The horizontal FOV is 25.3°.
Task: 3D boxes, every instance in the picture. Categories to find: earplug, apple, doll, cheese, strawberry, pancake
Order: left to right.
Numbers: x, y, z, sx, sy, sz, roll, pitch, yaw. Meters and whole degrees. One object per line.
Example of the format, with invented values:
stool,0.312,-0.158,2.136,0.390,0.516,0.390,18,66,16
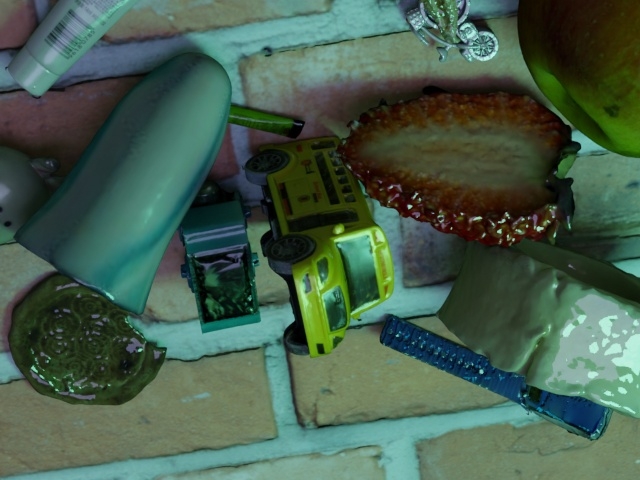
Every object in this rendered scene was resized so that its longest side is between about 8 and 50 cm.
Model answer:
doll,-0.452,-0.049,1.832,0.275,0.113,0.154,-26,130,1
pancake,-0.331,0.145,2.010,0.212,0.029,0.235,-26,119,10
earplug,-0.215,-0.088,1.772,0.185,0.185,0.324,35,85,-25
strawberry,0.173,-0.091,1.836,0.307,0.233,0.137,9,142,2
cheese,0.330,0.108,1.876,0.292,0.332,0.153,14,100,-27
apple,0.393,-0.264,1.675,0.340,0.339,0.339,-3,122,-5

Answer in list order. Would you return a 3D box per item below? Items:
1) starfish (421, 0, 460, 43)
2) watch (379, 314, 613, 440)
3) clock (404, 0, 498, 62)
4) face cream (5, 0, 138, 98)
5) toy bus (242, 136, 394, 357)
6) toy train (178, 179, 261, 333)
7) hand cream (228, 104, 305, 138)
starfish,0.092,-0.364,1.686,0.231,0.048,0.295,5,133,12
watch,0.261,0.204,2.051,0.275,0.276,0.068,23,89,-47
clock,0.168,-0.272,1.808,0.087,0.041,0.129,-41,113,13
face cream,-0.288,-0.278,1.740,0.092,0.058,0.244,40,104,-20
toy bus,0.000,0.000,1.786,0.152,0.330,0.144,-13,123,-3
toy train,-0.134,0.025,1.888,0.107,0.154,0.197,-10,122,-5
hand cream,-0.083,-0.156,1.857,0.122,0.023,0.036,13,140,-16
